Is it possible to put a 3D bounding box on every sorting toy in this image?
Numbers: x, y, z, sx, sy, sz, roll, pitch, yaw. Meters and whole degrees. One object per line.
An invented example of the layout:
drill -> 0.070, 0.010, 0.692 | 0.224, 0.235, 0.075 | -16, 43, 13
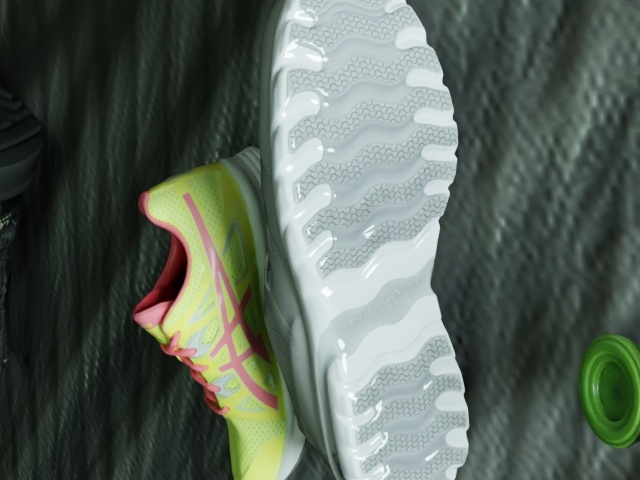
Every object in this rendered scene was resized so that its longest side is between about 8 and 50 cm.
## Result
sorting toy -> 0.159, 0.068, 0.599 | 0.102, 0.042, 0.061 | 159, 107, -64

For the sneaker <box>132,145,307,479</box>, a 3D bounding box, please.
sneaker -> -0.063, 0.052, 0.801 | 0.081, 0.094, 0.208 | -158, 60, -67

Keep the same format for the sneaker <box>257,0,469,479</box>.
sneaker -> 0.000, 0.000, 0.706 | 0.115, 0.105, 0.281 | 17, 115, 54

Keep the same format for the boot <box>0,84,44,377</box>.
boot -> -0.361, -0.058, 1.103 | 0.348, 0.131, 0.260 | 47, 137, 27
